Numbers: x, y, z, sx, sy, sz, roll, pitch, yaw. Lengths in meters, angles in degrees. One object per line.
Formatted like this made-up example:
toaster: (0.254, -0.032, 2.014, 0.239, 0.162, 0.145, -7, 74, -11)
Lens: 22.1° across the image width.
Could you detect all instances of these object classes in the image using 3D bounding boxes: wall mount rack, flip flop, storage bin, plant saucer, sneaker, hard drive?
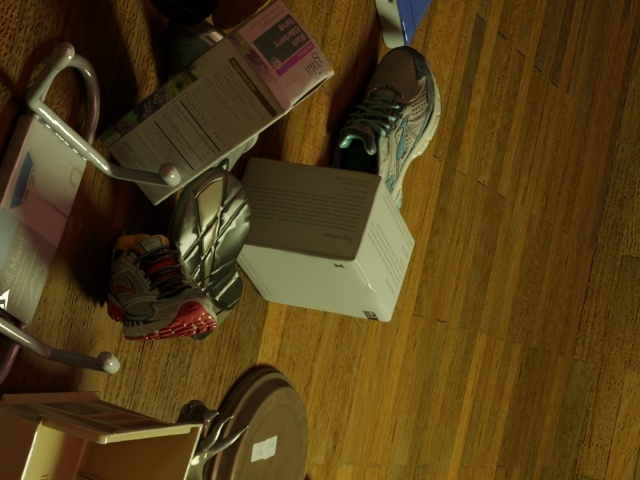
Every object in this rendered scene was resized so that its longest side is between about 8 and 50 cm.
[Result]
wall mount rack: (-0.248, -0.025, 1.487, 0.304, 0.130, 0.350, 48, 56, -62)
flip flop: (-0.139, 0.013, 1.830, 0.112, 0.080, 0.277, -39, 157, -22)
storage bin: (-0.248, 0.285, 1.571, 0.260, 0.123, 0.262, 15, 93, -74)
plant saucer: (-0.083, 0.303, 2.140, 0.278, 0.041, 0.278, -39, 135, -56)
sneaker: (-0.170, 0.045, 1.656, 0.088, 0.225, 0.093, -8, 103, -24)
hard drive: (0.150, -0.456, 2.338, 0.210, 0.040, 0.319, 74, 35, -47)
sneaker: (0.082, -0.142, 2.239, 0.122, 0.110, 0.283, 39, 64, -61)
sneaker: (-0.132, -0.129, 1.775, 0.132, 0.086, 0.229, -64, 154, -26)

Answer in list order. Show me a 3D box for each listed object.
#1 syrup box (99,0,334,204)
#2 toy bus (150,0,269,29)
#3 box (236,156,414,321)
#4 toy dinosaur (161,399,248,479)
syrup box: (-0.105, -0.134, 1.624, 0.096, 0.237, 0.093, 51, 46, -7)
toy bus: (-0.137, -0.342, 1.576, 0.220, 0.149, 0.211, 23, 46, -31)
box: (0.000, 0.000, 2.012, 0.181, 0.182, 0.119, 59, 45, -58)
toy dinosaur: (-0.179, 0.327, 1.769, 0.121, 0.160, 0.313, -32, 128, -60)
